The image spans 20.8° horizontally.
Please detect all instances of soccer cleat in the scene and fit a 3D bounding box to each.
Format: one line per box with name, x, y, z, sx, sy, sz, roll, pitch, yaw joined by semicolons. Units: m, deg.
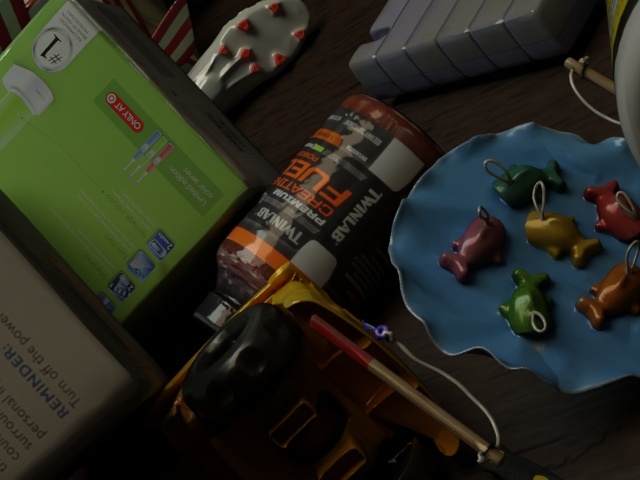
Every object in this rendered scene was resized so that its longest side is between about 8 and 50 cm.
soccer cleat;-0.089;-0.156;1.640;0.196;0.068;0.076;-46;12;-3

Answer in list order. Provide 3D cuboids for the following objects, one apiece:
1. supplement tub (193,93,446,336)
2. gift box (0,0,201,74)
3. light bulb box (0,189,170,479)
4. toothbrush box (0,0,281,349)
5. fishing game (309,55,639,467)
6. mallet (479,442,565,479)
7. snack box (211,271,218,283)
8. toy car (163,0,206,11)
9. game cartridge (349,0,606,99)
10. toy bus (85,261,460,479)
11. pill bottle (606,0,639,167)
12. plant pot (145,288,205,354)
supplement tub;0.000;0.000;1.221;0.198;0.106;0.106;-50;26;-10
gift box;-0.282;-0.203;1.676;0.276;0.255;0.258;-46;54;24
light bulb box;-0.302;0.124;1.042;0.361;0.225;0.358;-42;-2;-4
toothbrush box;-0.195;-0.011;1.301;0.283;0.206;0.122;-47;-11;11
fishing game;0.132;0.003;0.972;0.189;0.041;0.264;37;62;25
mallet;0.138;0.129;0.907;0.062;0.039;0.189;-47;21;-1
snack box;-0.094;-0.021;1.361;0.064;0.022;0.178;-47;66;-4
toy car;-0.219;-0.253;1.899;0.149;0.155;0.188;-14;52;48
game cartridge;0.185;-0.268;1.399;0.230;0.068;0.355;-4;47;49
toy bus;-0.046;0.122;1.075;0.220;0.149;0.211;-45;17;5
pill bottle;0.254;-0.169;0.990;0.188;0.188;0.334;-32;28;26
plant pot;-0.239;-0.016;1.503;0.293;0.196;0.293;-34;28;21
